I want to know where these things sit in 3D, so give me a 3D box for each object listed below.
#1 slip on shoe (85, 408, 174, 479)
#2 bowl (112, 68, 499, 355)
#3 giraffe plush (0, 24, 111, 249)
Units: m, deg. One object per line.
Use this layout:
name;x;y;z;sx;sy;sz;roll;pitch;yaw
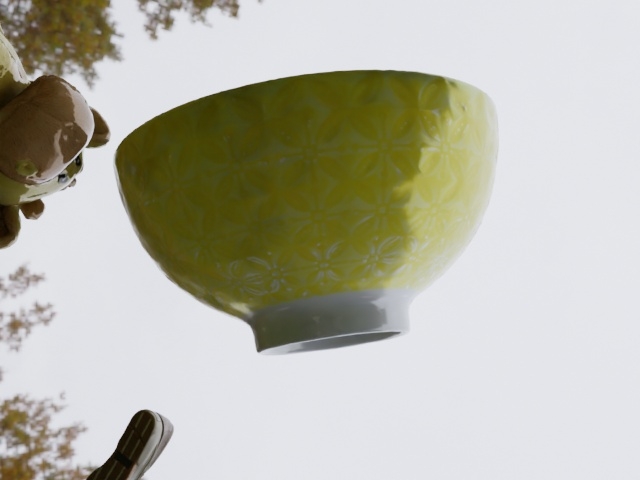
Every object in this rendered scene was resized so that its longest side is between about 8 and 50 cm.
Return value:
slip on shoe;-0.198;0.235;0.923;0.051;0.041;0.135;27;-96;35
bowl;0.000;0.000;0.674;0.289;0.289;0.156;-18;-105;38
giraffe plush;-0.223;-0.090;0.593;0.181;0.170;0.210;-42;-160;-8
